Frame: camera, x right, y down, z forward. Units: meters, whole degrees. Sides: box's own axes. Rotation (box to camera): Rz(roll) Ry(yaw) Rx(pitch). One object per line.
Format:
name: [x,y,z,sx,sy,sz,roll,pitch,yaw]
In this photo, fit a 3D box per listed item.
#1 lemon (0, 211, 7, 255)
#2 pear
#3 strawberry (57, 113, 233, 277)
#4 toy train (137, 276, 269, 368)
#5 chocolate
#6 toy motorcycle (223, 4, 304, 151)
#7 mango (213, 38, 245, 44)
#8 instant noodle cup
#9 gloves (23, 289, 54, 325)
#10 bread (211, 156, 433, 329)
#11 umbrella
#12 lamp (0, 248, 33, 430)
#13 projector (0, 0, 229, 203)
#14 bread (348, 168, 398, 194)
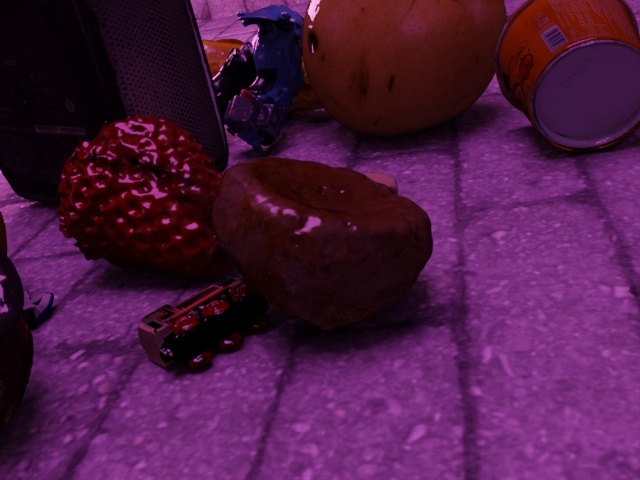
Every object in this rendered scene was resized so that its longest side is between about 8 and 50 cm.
lemon: [-0.492,0.008,0.859,0.240,0.240,0.219,5,10,32]
pear: [0.137,-0.344,1.213,0.348,0.348,0.348,-10,25,5]
strawberry: [-0.198,-0.041,0.900,0.244,0.205,0.205,33,47,29]
toy train: [-0.116,0.081,0.746,0.138,0.050,0.087,-30,27,-34]
chocolate: [-0.141,-0.341,1.511,0.162,0.162,0.445,-31,33,-35]
toy motorcycle: [-0.092,-0.302,1.278,0.123,0.182,0.272,11,78,29]
mango: [-0.269,-0.420,1.787,0.138,0.113,0.253,2,37,31]
instant noodle cup: [0.366,-0.235,1.022,0.215,0.216,0.172,-8,34,9]
gloves: [-0.357,0.081,0.881,0.064,0.026,0.086,-20,22,-20]
bread: [0.000,0.000,0.734,0.230,0.123,0.230,15,19,-5]
umbrella: [-0.156,-0.308,1.378,0.340,0.118,0.118,-42,29,-2]
lamp: [-0.381,0.095,0.640,0.247,0.247,0.247,-10,25,5]
projector: [-0.387,-0.262,1.161,0.395,0.405,0.242,8,33,35]
bread: [-0.023,-0.043,0.974,0.182,0.039,0.251,15,37,44]
